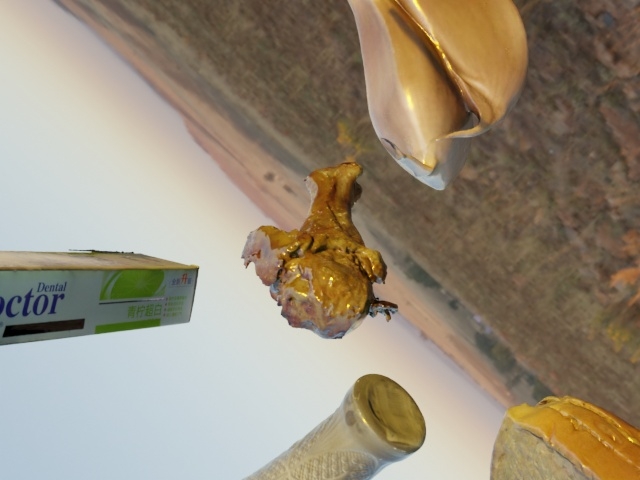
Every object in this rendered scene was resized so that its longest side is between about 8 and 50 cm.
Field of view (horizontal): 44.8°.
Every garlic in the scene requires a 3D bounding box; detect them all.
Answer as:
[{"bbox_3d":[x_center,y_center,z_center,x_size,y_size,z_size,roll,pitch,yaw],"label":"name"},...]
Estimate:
[{"bbox_3d":[0.176,-0.221,1.056,0.246,0.231,0.340,53,-156,-51],"label":"garlic"}]

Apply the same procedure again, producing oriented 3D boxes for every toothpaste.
[{"bbox_3d":[-0.235,0.044,0.666,0.081,0.067,0.336,10,-177,25],"label":"toothpaste"}]

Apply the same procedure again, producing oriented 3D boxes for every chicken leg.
[{"bbox_3d":[-0.013,0.009,1.169,0.211,0.140,0.361,8,-144,-16],"label":"chicken leg"}]

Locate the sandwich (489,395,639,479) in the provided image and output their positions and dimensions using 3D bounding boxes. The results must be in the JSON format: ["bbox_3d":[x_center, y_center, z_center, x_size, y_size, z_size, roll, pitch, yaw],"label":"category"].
[{"bbox_3d":[0.254,0.293,0.617,0.301,0.099,0.271,29,125,52],"label":"sandwich"}]

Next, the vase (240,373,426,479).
[{"bbox_3d":[-0.001,0.207,0.684,0.096,0.219,0.096,28,-147,-20],"label":"vase"}]
